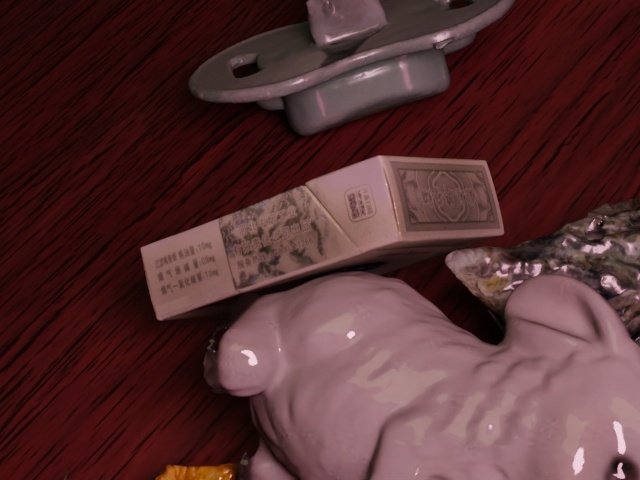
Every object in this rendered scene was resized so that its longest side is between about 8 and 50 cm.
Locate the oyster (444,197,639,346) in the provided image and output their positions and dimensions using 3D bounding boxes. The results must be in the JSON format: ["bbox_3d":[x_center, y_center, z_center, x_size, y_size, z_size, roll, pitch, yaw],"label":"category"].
[{"bbox_3d":[0.276,0.031,1.139,0.351,0.158,0.162,-1,10,-2],"label":"oyster"}]

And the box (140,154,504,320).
[{"bbox_3d":[0.000,-0.001,1.156,0.257,0.164,0.069,-19,80,35],"label":"box"}]

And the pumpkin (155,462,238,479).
[{"bbox_3d":[-0.098,0.219,1.113,0.074,0.054,0.083,0,68,20],"label":"pumpkin"}]

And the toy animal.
[{"bbox_3d":[0.107,0.123,1.036,0.357,0.193,0.257,3,44,26],"label":"toy animal"}]

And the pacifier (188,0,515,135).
[{"bbox_3d":[0.016,-0.257,1.408,0.344,0.269,0.288,-16,20,-5],"label":"pacifier"}]

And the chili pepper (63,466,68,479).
[{"bbox_3d":[-0.263,0.254,1.105,0.086,0.084,0.192,33,65,19],"label":"chili pepper"}]
